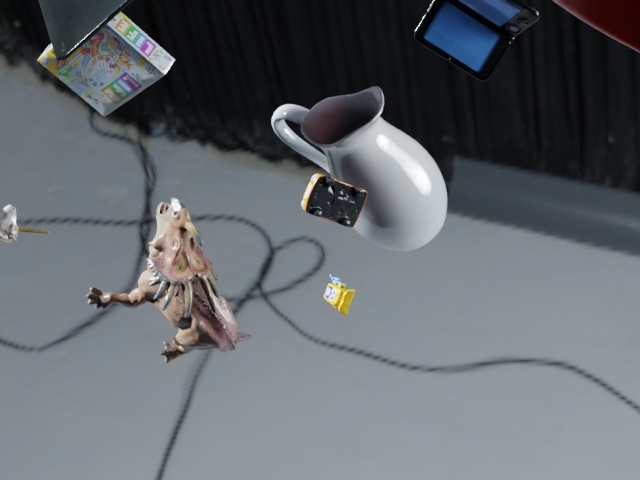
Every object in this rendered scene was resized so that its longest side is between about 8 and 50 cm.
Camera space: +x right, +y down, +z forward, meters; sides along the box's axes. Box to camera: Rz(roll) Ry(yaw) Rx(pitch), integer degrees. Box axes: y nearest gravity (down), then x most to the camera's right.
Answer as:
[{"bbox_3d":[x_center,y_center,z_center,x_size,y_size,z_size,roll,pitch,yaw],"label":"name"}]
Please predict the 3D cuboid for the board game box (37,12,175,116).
[{"bbox_3d":[-0.245,-0.205,1.526,0.154,0.103,0.026,-23,33,53],"label":"board game box"}]

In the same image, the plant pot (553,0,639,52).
[{"bbox_3d":[0.347,-0.267,1.099,0.275,0.275,0.243,31,97,35],"label":"plant pot"}]

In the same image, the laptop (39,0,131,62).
[{"bbox_3d":[-0.152,-0.280,1.426,0.264,0.136,0.234,5,31,-23],"label":"laptop"}]

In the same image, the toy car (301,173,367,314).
[{"bbox_3d":[0.000,0.000,1.109,0.060,0.122,0.040,-3,21,-34],"label":"toy car"}]

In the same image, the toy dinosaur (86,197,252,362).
[{"bbox_3d":[-0.173,0.085,1.831,0.200,0.295,0.127,-2,51,46],"label":"toy dinosaur"}]

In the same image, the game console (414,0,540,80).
[{"bbox_3d":[0.204,-0.281,1.748,0.122,0.107,0.071,29,64,-17],"label":"game console"}]

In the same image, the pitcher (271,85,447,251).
[{"bbox_3d":[0.047,-0.085,1.587,0.178,0.207,0.125,11,58,44],"label":"pitcher"}]

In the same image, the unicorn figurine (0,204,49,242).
[{"bbox_3d":[-0.390,-0.043,1.472,0.060,0.111,0.162,-11,4,40],"label":"unicorn figurine"}]
